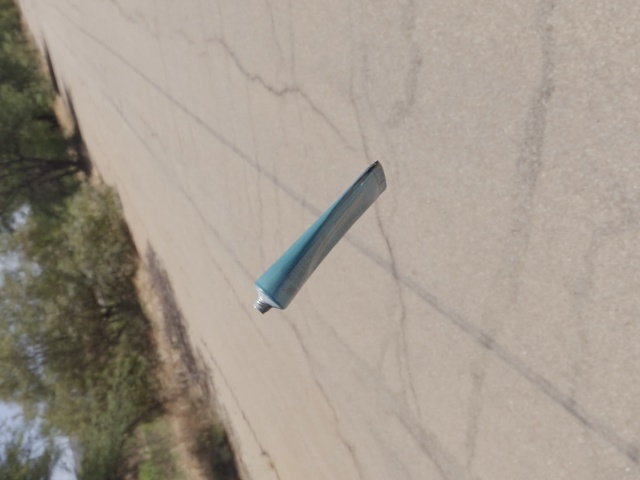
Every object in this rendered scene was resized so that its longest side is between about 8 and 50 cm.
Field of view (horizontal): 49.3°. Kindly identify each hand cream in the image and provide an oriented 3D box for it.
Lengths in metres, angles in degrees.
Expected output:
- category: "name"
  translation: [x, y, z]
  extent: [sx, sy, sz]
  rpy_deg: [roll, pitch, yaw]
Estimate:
- category: "hand cream"
  translation: [0.000, 0.000, 0.840]
  extent: [0.048, 0.224, 0.083]
  rpy_deg: [40, 172, 21]
